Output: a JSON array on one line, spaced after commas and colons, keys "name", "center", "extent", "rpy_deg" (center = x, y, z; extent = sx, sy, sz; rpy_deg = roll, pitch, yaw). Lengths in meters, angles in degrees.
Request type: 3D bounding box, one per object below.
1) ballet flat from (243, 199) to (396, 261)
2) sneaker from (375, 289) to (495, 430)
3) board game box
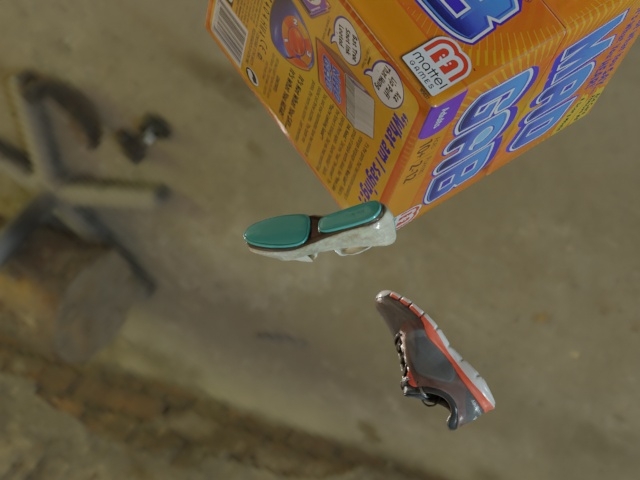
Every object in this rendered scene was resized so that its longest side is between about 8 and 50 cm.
[{"name": "ballet flat", "center": [0.000, 0.000, 1.685], "extent": [0.168, 0.057, 0.052], "rpy_deg": [-9, 131, 22]}, {"name": "sneaker", "center": [0.093, 0.114, 1.512], "extent": [0.158, 0.065, 0.061], "rpy_deg": [48, 173, 24]}, {"name": "board game box", "center": [0.124, -0.281, 1.836], "extent": [0.356, 0.356, 0.356], "rpy_deg": [54, 159, 14]}]
